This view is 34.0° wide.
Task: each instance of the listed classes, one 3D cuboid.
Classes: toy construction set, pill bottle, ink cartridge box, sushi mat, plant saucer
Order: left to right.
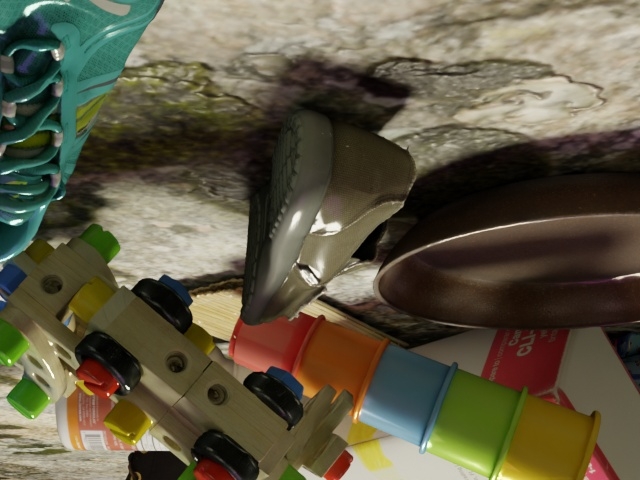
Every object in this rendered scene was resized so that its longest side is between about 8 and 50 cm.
[{"bbox_3d":[-0.173,0.171,1.155,0.216,0.121,0.121,0,162,-1],"label":"pill bottle"},{"bbox_3d":[-0.116,0.112,0.785,0.327,0.151,0.215,28,152,-9],"label":"toy construction set"},{"bbox_3d":[-0.039,0.087,1.073,0.151,0.019,0.316,-9,159,27],"label":"sushi mat"},{"bbox_3d":[0.154,0.255,1.106,0.384,0.160,0.279,-22,113,33],"label":"ink cartridge box"},{"bbox_3d":[0.195,0.012,0.812,0.310,0.050,0.310,-1,162,0],"label":"plant saucer"}]

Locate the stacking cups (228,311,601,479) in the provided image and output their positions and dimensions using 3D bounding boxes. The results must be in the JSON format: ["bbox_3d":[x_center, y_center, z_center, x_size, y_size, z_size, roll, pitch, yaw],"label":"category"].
[{"bbox_3d":[0.072,0.136,0.893,0.316,0.096,0.096,19,164,9],"label":"stacking cups"}]

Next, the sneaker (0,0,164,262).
[{"bbox_3d":[-0.130,-0.065,0.468,0.107,0.110,0.275,6,160,-19],"label":"sneaker"}]

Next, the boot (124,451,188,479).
[{"bbox_3d":[-0.230,0.302,1.291,0.377,0.284,0.138,0,163,-5],"label":"boot"}]

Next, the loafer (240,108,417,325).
[{"bbox_3d":[0.000,0.000,0.693,0.087,0.094,0.251,7,160,-10],"label":"loafer"}]

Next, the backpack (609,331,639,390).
[{"bbox_3d":[0.376,0.166,1.175,0.158,0.117,0.173,13,158,-35],"label":"backpack"}]
